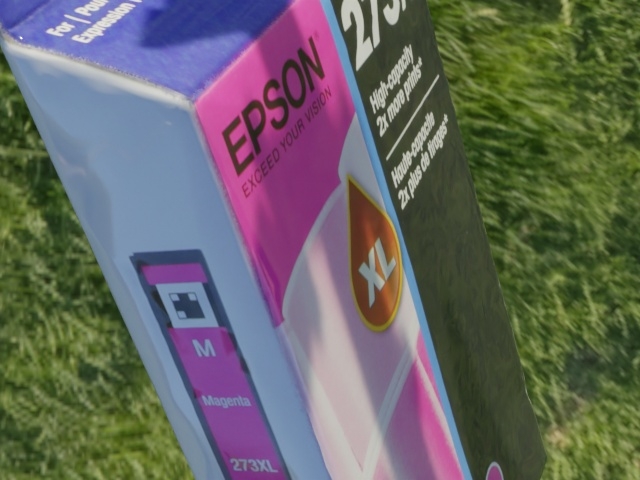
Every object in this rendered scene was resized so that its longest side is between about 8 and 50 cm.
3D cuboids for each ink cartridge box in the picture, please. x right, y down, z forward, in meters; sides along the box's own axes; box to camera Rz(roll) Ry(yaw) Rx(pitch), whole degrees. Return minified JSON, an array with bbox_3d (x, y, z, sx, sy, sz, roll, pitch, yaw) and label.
[{"bbox_3d":[0.000,0.000,0.456,0.069,0.176,0.371,-5,121,29],"label":"ink cartridge box"}]
